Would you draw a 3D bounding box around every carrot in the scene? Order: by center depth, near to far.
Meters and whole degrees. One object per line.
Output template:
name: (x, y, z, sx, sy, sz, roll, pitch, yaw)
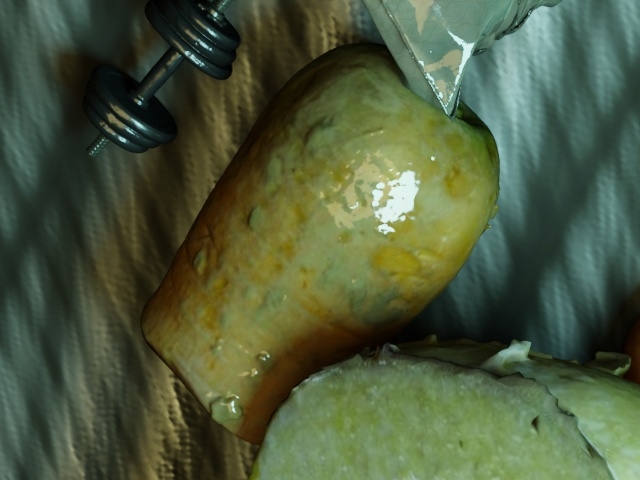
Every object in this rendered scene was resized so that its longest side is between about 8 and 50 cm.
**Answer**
carrot: (0.000, 0.000, 1.471, 0.224, 0.224, 0.341, 39, 105, -5)

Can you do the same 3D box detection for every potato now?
potato: (0.157, 0.262, 1.409, 0.442, 0.319, 0.385, -11, 87, 38)

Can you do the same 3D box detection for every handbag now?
handbag: (0.116, -0.220, 1.392, 0.117, 0.270, 0.182, -17, 105, 38)

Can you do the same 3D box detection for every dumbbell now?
dumbbell: (-0.143, -0.153, 1.510, 0.099, 0.099, 0.208, 41, 106, -5)

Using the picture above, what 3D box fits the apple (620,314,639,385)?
apple: (0.376, 0.146, 1.495, 0.235, 0.173, 0.210, 36, 106, -5)
